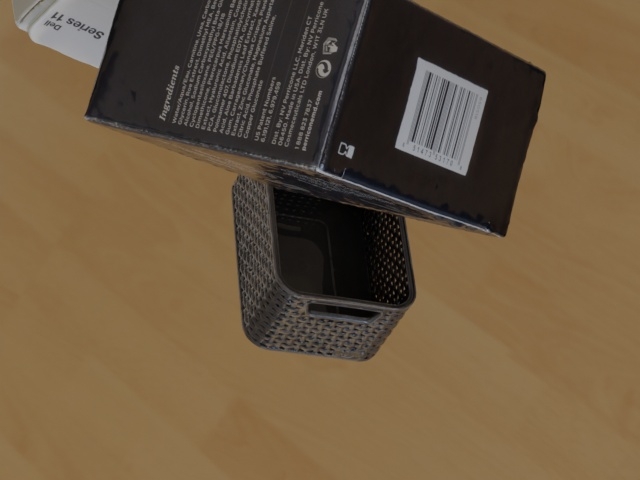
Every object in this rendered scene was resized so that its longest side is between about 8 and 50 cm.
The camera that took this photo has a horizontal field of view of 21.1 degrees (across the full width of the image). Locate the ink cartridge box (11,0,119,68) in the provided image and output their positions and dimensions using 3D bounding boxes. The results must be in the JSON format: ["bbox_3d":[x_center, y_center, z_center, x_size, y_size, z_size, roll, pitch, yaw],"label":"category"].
[{"bbox_3d":[-0.114,-0.202,1.046,0.087,0.153,0.208,-36,53,31],"label":"ink cartridge box"}]

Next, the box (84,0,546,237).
[{"bbox_3d":[-0.001,-0.072,0.850,0.158,0.156,0.093,13,87,39],"label":"box"}]

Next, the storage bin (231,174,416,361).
[{"bbox_3d":[0.000,0.000,1.426,0.084,0.122,0.180,123,149,-48],"label":"storage bin"}]
